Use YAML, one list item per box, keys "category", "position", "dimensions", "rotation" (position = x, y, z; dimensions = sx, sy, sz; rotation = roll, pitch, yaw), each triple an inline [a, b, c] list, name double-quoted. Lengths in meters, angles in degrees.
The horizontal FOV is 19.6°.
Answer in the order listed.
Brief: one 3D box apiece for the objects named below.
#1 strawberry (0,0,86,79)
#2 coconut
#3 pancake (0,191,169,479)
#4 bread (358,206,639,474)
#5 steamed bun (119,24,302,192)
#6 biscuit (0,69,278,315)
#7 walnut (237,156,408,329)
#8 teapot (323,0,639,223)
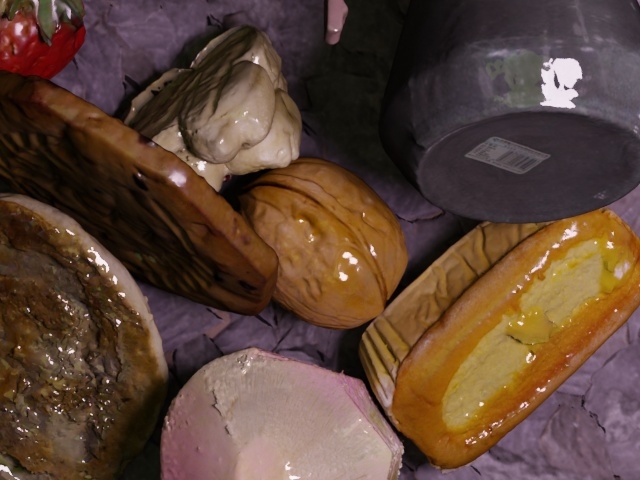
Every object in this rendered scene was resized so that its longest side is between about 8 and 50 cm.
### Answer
- category: "strawberry"
  position: [-0.361, -0.253, 1.739]
  dimensions: [0.276, 0.257, 0.257]
  rotation: [-11, 90, 21]
- category: "coconut"
  position: [-0.032, 0.208, 1.708]
  dimensions: [0.233, 0.245, 0.233]
  rotation: [0, 90, 3]
- category: "pancake"
  position: [-0.313, 0.117, 1.784]
  dimensions: [0.356, 0.065, 0.356]
  rotation: [4, 111, 11]
- category: "bread"
  position: [0.173, 0.074, 1.737]
  dimensions: [0.288, 0.119, 0.152]
  rotation: [-43, 128, 4]
- category: "steamed bun"
  position: [-0.096, -0.101, 1.748]
  dimensions: [0.177, 0.192, 0.106]
  rotation: [-37, 115, 8]
- category: "biscuit"
  position: [-0.190, -0.040, 1.677]
  dimensions: [0.359, 0.359, 0.046]
  rotation: [32, 72, 4]
- category: "walnut"
  position: [0.000, 0.000, 1.757]
  dimensions: [0.180, 0.144, 0.144]
  rotation: [35, 94, 11]
- category: "teapot"
  position: [0.152, -0.211, 1.632]
  dimensions: [0.300, 0.253, 0.344]
  rotation: [5, 62, -9]
